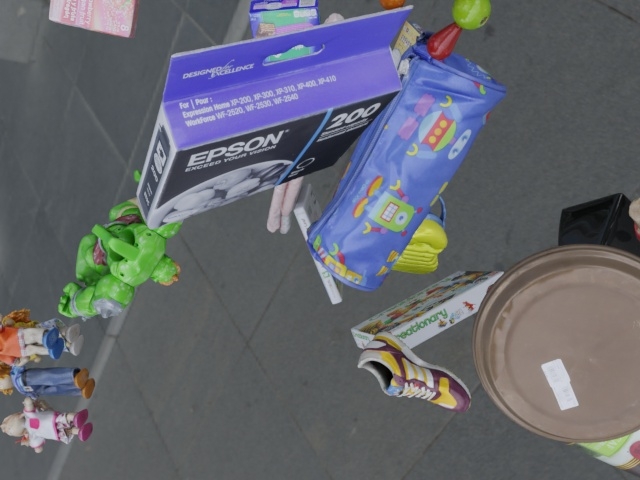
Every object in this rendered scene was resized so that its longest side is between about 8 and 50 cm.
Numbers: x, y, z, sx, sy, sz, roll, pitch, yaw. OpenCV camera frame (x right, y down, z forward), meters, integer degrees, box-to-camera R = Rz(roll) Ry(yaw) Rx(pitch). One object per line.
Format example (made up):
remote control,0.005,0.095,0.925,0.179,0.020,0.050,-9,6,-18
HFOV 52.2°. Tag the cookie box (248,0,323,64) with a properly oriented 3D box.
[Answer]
cookie box,-0.042,-0.264,0.871,0.040,0.091,0.107,-87,-8,-45

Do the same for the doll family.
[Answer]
doll family,-0.442,0.196,1.006,0.163,0.118,0.263,0,120,9

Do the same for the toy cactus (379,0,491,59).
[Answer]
toy cactus,0.104,-0.270,0.505,0.180,0.112,0.219,-36,60,41

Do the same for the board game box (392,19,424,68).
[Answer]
board game box,0.297,-0.535,1.984,0.243,0.042,0.165,62,139,39

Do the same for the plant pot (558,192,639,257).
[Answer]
plant pot,0.707,0.019,1.634,0.187,0.188,0.167,-22,32,59

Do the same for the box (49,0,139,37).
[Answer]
box,-0.387,-0.530,1.173,0.154,0.142,0.300,-126,47,-70

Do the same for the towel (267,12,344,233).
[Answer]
towel,-0.029,-0.210,1.258,0.317,0.053,0.332,114,171,-67

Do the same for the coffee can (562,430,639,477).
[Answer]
coffee can,0.529,0.292,1.134,0.275,0.201,0.202,24,111,5

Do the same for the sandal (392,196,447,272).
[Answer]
sandal,0.204,-0.016,1.396,0.317,0.126,0.138,111,166,-70

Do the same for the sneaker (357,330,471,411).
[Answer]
sneaker,0.144,0.225,1.024,0.185,0.084,0.070,31,131,15

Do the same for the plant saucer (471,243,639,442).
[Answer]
plant saucer,0.338,0.142,0.844,0.277,0.041,0.278,3,104,11

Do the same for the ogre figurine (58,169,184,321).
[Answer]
ogre figurine,-0.209,0.008,0.703,0.118,0.197,0.097,26,153,54

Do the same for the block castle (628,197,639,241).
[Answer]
block castle,0.910,-0.110,1.369,0.453,0.212,0.303,-50,52,13

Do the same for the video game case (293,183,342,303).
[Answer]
video game case,0.000,0.000,1.273,0.023,0.212,0.194,-20,105,8

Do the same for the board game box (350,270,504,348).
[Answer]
board game box,0.234,0.152,1.411,0.053,0.305,0.193,66,163,-5

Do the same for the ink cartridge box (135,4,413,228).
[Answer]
ink cartridge box,-0.039,-0.094,0.535,0.045,0.206,0.208,62,152,11

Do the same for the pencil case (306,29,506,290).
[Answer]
pencil case,0.090,-0.088,0.780,0.306,0.133,0.119,-60,30,21
